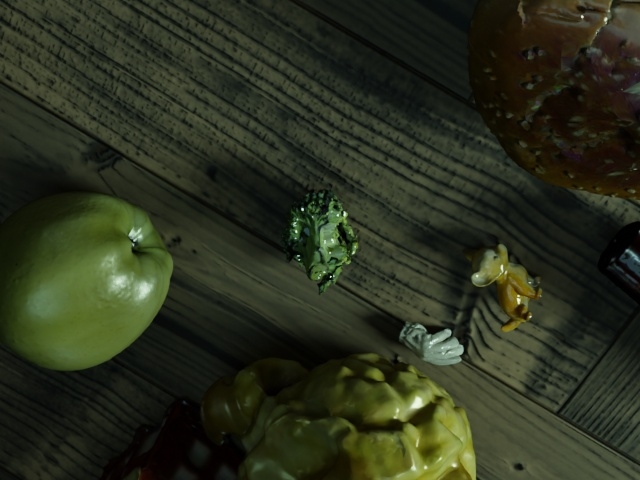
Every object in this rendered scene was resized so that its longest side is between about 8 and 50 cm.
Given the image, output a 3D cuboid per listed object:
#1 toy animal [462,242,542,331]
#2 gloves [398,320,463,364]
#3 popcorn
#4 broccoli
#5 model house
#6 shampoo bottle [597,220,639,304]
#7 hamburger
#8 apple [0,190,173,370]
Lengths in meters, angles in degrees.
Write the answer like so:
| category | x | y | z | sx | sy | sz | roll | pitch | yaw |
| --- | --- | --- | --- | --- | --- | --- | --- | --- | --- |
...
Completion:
| category | x | y | z | sx | sy | sz | roll | pitch | yaw |
| --- | --- | --- | --- | --- | --- | --- | --- | --- | --- |
| toy animal | 0.175 | 0.043 | 1.218 | 0.083 | 0.060 | 0.081 | 25 | 120 | -5 |
| gloves | 0.110 | 0.108 | 1.286 | 0.081 | 0.037 | 0.044 | 13 | 155 | 6 |
| popcorn | 0.019 | 0.240 | 1.287 | 0.332 | 0.225 | 0.264 | 17 | 110 | 34 |
| broccoli | 0.000 | 0.000 | 1.230 | 0.095 | 0.092 | 0.097 | 29 | 120 | -30 |
| model house | -0.193 | 0.339 | 1.375 | 0.160 | 0.254 | 0.196 | 43 | 122 | -10 |
| shampoo bottle | 0.379 | 0.088 | 1.144 | 0.278 | 0.104 | 0.104 | 39 | 121 | -3 |
| hamburger | 0.249 | -0.136 | 1.036 | 0.286 | 0.146 | 0.243 | 36 | 143 | -21 |
| apple | -0.258 | 0.039 | 1.288 | 0.200 | 0.200 | 0.200 | 8 | 118 | 15 |
